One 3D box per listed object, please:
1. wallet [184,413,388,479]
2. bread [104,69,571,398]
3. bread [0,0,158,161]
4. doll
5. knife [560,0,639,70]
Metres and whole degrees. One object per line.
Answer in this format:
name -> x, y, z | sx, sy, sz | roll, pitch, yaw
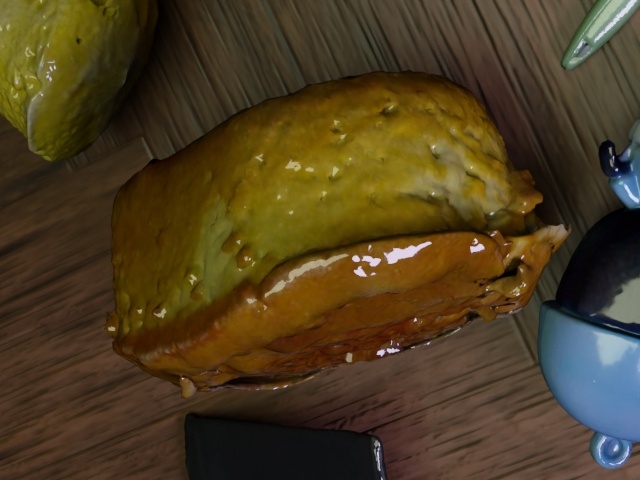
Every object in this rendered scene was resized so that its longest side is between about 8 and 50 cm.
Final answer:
wallet -> -0.018, 0.323, 1.398 | 0.247, 0.041, 0.323 | -1, 100, 41
bread -> 0.003, -0.001, 1.199 | 0.358, 0.337, 0.204 | -23, 81, 41
bread -> -0.235, -0.178, 1.316 | 0.170, 0.197, 0.197 | 31, 110, 14
doll -> 0.272, 0.034, 1.226 | 0.177, 0.141, 0.314 | 14, 95, -16
knife -> 0.293, -0.249, 1.217 | 0.043, 0.020, 0.293 | 40, 109, 7
